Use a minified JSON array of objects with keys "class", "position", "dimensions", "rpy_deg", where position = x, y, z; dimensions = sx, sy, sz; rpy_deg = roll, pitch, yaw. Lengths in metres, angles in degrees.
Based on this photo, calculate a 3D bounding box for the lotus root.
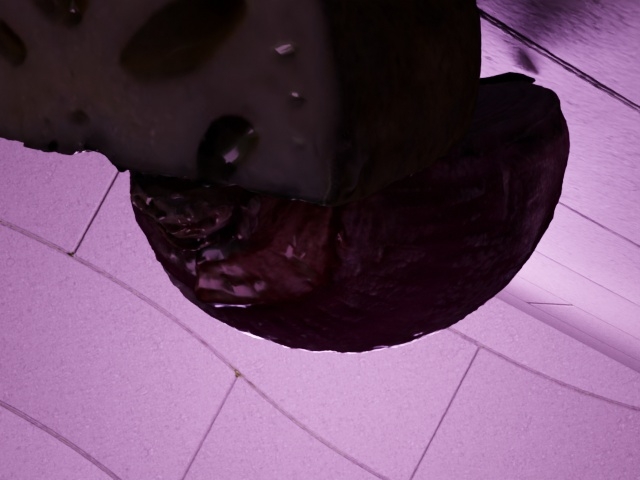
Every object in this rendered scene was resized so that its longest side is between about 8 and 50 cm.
[{"class":"lotus root","position":[-0.031,-0.125,0.532],"dimensions":[0.267,0.149,0.260],"rpy_deg":[13,-158,31]}]

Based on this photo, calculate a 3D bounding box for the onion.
[{"class":"onion","position":[0.000,0.000,0.624],"dimensions":[0.267,0.159,0.349],"rpy_deg":[2,-161,29]}]
